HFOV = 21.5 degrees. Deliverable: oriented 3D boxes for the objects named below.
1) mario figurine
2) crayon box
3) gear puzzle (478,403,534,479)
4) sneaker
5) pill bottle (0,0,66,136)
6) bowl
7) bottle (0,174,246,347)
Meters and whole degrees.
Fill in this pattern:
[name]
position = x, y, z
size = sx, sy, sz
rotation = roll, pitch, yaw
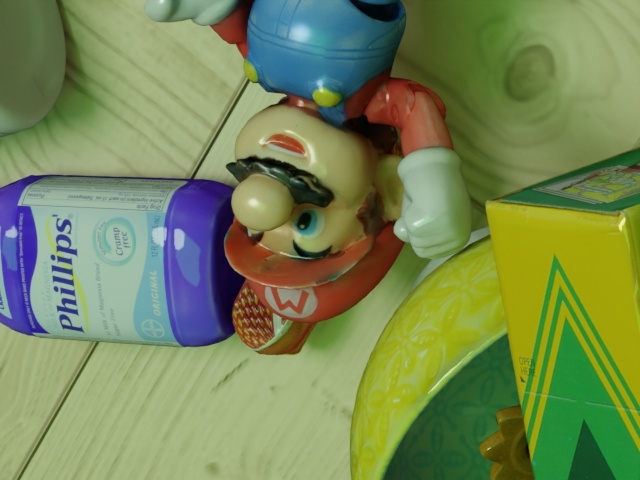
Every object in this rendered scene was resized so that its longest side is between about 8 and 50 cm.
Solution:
[mario figurine]
position = -0.008, -0.093, 0.997
size = 0.170, 0.198, 0.321
rotation = -6, 116, -20
[crayon box]
position = 0.276, 0.083, 0.920
size = 0.106, 0.363, 0.313
rotation = 3, 108, 54
[gear puzzle]
position = 0.212, 0.160, 1.030
size = 0.339, 0.044, 0.175
rotation = 27, 117, -36
[sneaker]
position = 0.000, 0.000, 1.164
size = 0.064, 0.067, 0.175
rotation = 39, 100, 27
[pill bottle]
position = -0.339, -0.125, 1.191
size = 0.283, 0.161, 0.161
rotation = -13, 100, 23
[bowl]
position = 0.134, 0.080, 1.060
size = 0.289, 0.289, 0.156
rotation = -56, 40, 24
[bottle]
position = -0.189, 0.011, 1.212
size = 0.282, 0.092, 0.118
rotation = 3, 107, 19
